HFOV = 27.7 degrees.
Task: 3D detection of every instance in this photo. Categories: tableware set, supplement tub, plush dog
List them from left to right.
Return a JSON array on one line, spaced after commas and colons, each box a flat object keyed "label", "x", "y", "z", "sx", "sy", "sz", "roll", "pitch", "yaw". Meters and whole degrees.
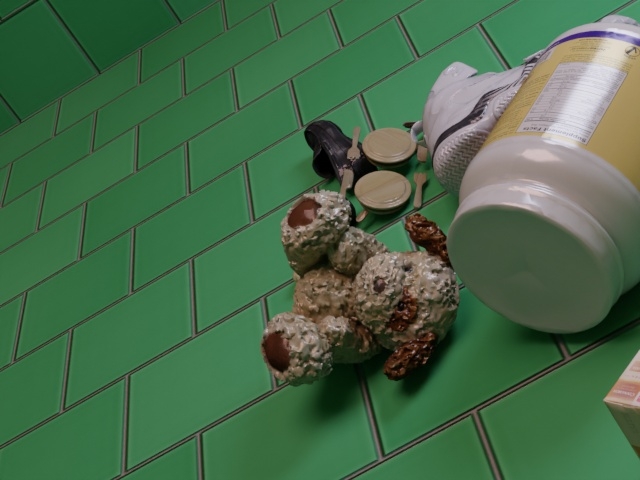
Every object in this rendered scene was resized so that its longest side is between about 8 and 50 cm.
[{"label": "plush dog", "x": 0.072, "y": 0.081, "z": 1.683, "sx": 0.225, "sy": 0.210, "sz": 0.263, "roll": 1, "pitch": 70, "yaw": 28}, {"label": "tableware set", "x": 0.104, "y": -0.104, "z": 2.032, "sx": 0.128, "sy": 0.039, "sz": 0.194, "roll": 4, "pitch": 44, "yaw": 8}, {"label": "supplement tub", "x": 0.311, "y": -0.077, "z": 1.553, "sx": 0.241, "sy": 0.241, "sz": 0.331, "roll": -5, "pitch": 40, "yaw": 44}]

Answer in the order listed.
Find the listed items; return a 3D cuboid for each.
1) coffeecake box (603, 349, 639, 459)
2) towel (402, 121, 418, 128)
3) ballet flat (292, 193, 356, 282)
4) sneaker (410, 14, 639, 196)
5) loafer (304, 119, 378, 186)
[{"label": "coffeecake box", "x": 0.371, "y": 0.139, "z": 1.244, "sx": 0.185, "sy": 0.142, "sz": 0.068, "roll": -48, "pitch": 29, "yaw": -25}, {"label": "towel", "x": 0.178, "y": -0.182, "z": 2.083, "sx": 0.083, "sy": 0.060, "sz": 0.009, "roll": 5, "pitch": 86, "yaw": 50}, {"label": "ballet flat", "x": 0.000, "y": 0.000, "z": 1.984, "sx": 0.057, "sy": 0.049, "sz": 0.173, "roll": -8, "pitch": 37, "yaw": 42}, {"label": "sneaker", "x": 0.294, "y": -0.225, "z": 1.922, "sx": 0.365, "sy": 0.137, "sz": 0.210, "roll": -37, "pitch": 30, "yaw": 2}, {"label": "loafer", "x": 0.017, "y": -0.144, "z": 2.169, "sx": 0.078, "sy": 0.076, "sz": 0.223, "roll": -31, "pitch": 30, "yaw": -10}]
